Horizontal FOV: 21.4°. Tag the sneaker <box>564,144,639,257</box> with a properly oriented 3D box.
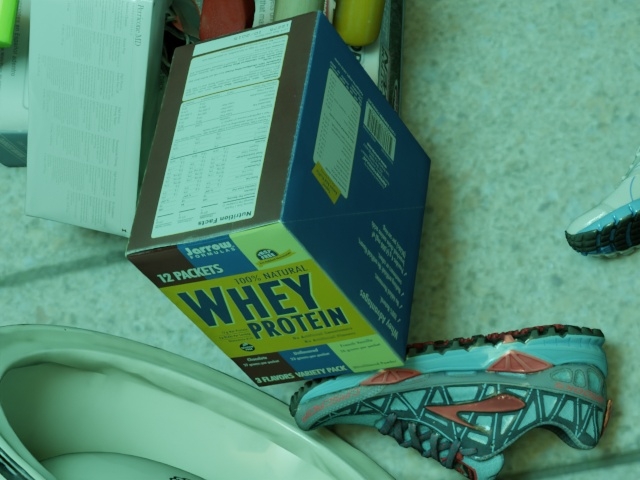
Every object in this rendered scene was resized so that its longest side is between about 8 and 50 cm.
[{"bbox_3d":[0.280,-0.055,1.405,0.190,0.071,0.083,-29,65,-5],"label":"sneaker"}]

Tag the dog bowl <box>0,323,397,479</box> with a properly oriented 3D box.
[{"bbox_3d":[-0.108,0.225,1.255,0.408,0.408,0.150,29,103,18],"label":"dog bowl"}]

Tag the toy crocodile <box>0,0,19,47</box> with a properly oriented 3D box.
[{"bbox_3d":[-0.364,-0.177,1.482,0.340,0.105,0.115,-9,72,44],"label":"toy crocodile"}]

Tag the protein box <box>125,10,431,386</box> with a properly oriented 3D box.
[{"bbox_3d":[-0.024,-0.028,1.310,0.136,0.200,0.201,-11,51,28],"label":"protein box"}]

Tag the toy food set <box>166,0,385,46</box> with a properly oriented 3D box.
[{"bbox_3d":[-0.064,-0.226,1.358,0.232,0.104,0.111,23,43,14],"label":"toy food set"}]

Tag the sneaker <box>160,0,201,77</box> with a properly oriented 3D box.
[{"bbox_3d":[-0.125,-0.177,1.404,0.061,0.065,0.158,-39,72,2],"label":"sneaker"}]

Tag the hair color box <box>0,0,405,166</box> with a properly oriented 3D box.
[{"bbox_3d":[-0.118,-0.169,1.495,0.374,0.113,0.185,0,76,13],"label":"hair color box"}]

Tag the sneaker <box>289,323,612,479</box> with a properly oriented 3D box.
[{"bbox_3d":[0.106,0.141,1.360,0.261,0.104,0.125,-9,85,4],"label":"sneaker"}]

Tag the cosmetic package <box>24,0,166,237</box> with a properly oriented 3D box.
[{"bbox_3d":[-0.183,-0.118,1.374,0.098,0.239,0.060,14,40,5],"label":"cosmetic package"}]
